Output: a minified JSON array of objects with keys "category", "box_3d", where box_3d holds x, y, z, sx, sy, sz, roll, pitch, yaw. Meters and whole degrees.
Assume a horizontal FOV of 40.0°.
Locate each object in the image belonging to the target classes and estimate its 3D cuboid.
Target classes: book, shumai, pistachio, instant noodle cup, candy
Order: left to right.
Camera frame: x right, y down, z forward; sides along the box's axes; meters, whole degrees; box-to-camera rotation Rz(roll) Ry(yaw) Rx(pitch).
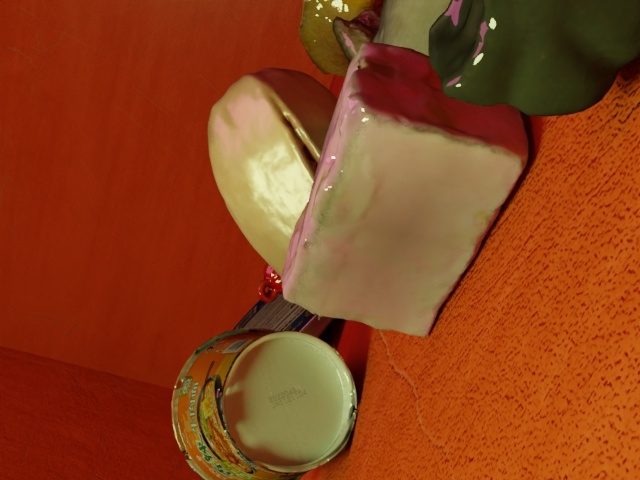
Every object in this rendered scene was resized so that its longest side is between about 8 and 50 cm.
[{"category":"instant noodle cup","box_3d":[-0.063,0.213,1.138,0.182,0.230,0.230,144,142,-65]},{"category":"book","box_3d":[-0.073,0.147,1.586,0.300,0.039,0.428,-46,11,9]},{"category":"pistachio","box_3d":[-0.017,-0.066,1.102,0.194,0.318,0.214,-31,-7,-11]},{"category":"candy","box_3d":[0.067,-0.038,0.788,0.265,0.156,0.115,112,168,-47]},{"category":"shumai","box_3d":[0.107,-0.236,1.168,0.120,0.201,0.201,-33,14,6]}]

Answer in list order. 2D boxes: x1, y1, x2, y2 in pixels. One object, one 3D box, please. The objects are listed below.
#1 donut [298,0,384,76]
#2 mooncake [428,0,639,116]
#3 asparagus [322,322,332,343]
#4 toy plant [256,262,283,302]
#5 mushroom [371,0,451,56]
[{"category":"donut","box_3d":[0.083,-0.372,1.329,0.303,0.110,0.303,-54,-17,-26]},{"category":"mooncake","box_3d":[0.125,-0.160,0.517,0.169,0.175,0.104,-20,35,29]},{"category":"asparagus","box_3d":[0.002,0.197,1.471,0.016,0.013,0.166,92,-170,-65]},{"category":"toy plant","box_3d":[0.012,0.001,1.244,0.088,0.155,0.240,-5,60,56]},{"category":"mushroom","box_3d":[0.123,-0.212,0.881,0.177,0.126,0.397,-96,21,-48]}]
